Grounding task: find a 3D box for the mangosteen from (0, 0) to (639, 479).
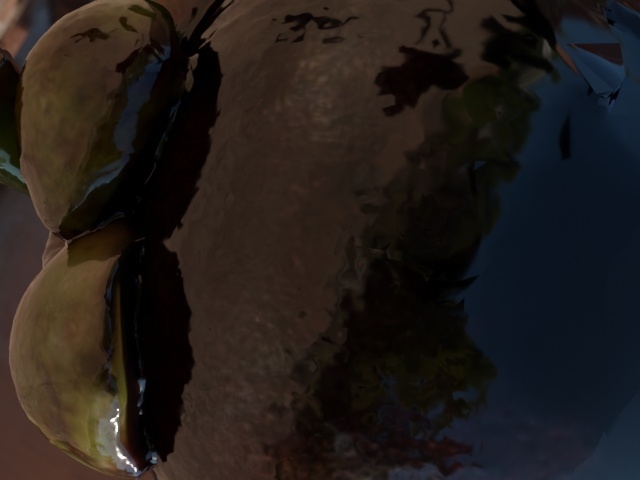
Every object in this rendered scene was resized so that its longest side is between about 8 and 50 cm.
[{"bbox_3d":[0.000,0.000,0.452,0.194,0.230,0.194,-172,-90,-88],"label":"mangosteen"}]
